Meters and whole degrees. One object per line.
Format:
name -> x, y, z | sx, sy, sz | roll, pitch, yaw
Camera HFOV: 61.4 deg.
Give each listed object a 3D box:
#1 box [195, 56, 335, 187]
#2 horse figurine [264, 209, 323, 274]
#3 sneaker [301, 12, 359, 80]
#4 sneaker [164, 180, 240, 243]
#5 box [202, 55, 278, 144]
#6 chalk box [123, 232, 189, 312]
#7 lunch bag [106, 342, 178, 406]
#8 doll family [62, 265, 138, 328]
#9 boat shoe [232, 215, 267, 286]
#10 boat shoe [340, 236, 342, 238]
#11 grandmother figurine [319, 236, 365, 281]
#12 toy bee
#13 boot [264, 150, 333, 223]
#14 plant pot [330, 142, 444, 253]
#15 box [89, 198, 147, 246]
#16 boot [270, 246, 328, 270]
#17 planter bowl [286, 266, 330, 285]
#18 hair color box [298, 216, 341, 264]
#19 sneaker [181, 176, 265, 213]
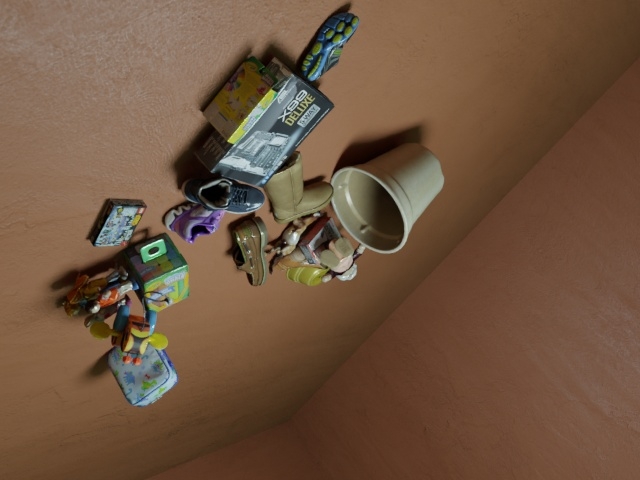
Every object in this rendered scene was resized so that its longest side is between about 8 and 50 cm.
box -> -0.133, -0.285, 1.366 | 0.307, 0.076, 0.242 | -46, 160, 14
horse figurine -> -0.109, -0.007, 1.880 | 0.263, 0.066, 0.174 | -56, 167, 14
sneaker -> 0.023, -0.474, 1.319 | 0.188, 0.067, 0.078 | -51, 173, 20
sneaker -> -0.301, -0.072, 1.478 | 0.236, 0.104, 0.095 | -34, 153, -15
box -> -0.177, -0.321, 1.229 | 0.179, 0.105, 0.043 | -47, 162, 15
chalk box -> -0.451, 0.081, 1.490 | 0.132, 0.132, 0.213 | -26, 152, -27
lunch bag -> -0.581, 0.420, 1.772 | 0.176, 0.219, 0.090 | -37, 156, -7
doll family -> -0.603, 0.148, 1.451 | 0.163, 0.118, 0.263 | -31, 173, -32
boat shoe -> -0.242, 0.047, 1.773 | 0.104, 0.111, 0.307 | -23, 141, -24
boat shoe -> 0.038, 0.027, 2.119 | 0.079, 0.095, 0.254 | -45, 151, 21
grandmother figurine -> 0.082, 0.077, 2.009 | 0.207, 0.104, 0.342 | -30, 164, -3
toy bee -> -0.503, 0.247, 1.413 | 0.195, 0.162, 0.298 | 9, 155, -10
boot -> -0.062, -0.177, 1.653 | 0.236, 0.089, 0.270 | -33, 153, -15
plant pot -> 0.255, -0.175, 1.872 | 0.305, 0.333, 0.334 | -38, 158, -30
box -> -0.501, -0.043, 1.338 | 0.094, 0.027, 0.137 | -4, 137, -53
boot -> -0.077, 0.081, 2.027 | 0.152, 0.073, 0.197 | -25, 146, 31
planter bowl -> -0.025, 0.121, 2.198 | 0.217, 0.090, 0.217 | -31, 155, -17
hair color box -> 0.000, 0.000, 1.955 | 0.167, 0.053, 0.093 | -50, 125, -37
sneaker -> -0.224, -0.111, 1.378 | 0.226, 0.163, 0.086 | 5, 93, -30
